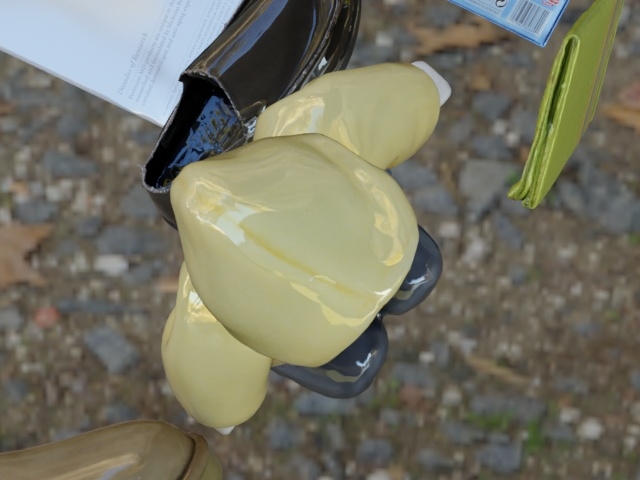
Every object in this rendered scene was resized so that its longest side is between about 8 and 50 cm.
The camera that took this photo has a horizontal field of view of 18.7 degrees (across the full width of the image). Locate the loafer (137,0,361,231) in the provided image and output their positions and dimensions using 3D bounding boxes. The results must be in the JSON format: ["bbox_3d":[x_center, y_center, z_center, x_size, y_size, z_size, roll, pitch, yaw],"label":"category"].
[{"bbox_3d":[-0.047,-0.103,1.281,0.080,0.220,0.078,28,1,25],"label":"loafer"}]

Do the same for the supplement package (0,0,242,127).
[{"bbox_3d":[-0.180,-0.219,1.655,0.293,0.175,0.177,25,6,9],"label":"supplement package"}]

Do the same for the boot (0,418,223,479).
[{"bbox_3d":[-0.199,0.052,0.740,0.236,0.269,0.089,-32,16,-5],"label":"boot"}]

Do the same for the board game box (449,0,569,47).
[{"bbox_3d":[0.140,-0.266,1.386,0.160,0.211,0.039,24,18,-16],"label":"board game box"}]

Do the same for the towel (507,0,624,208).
[{"bbox_3d":[0.148,-0.095,1.137,0.021,0.102,0.237,15,19,11],"label":"towel"}]

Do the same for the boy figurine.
[{"bbox_3d":[0.000,0.000,0.786,0.092,0.285,0.177,33,86,5],"label":"boy figurine"}]
